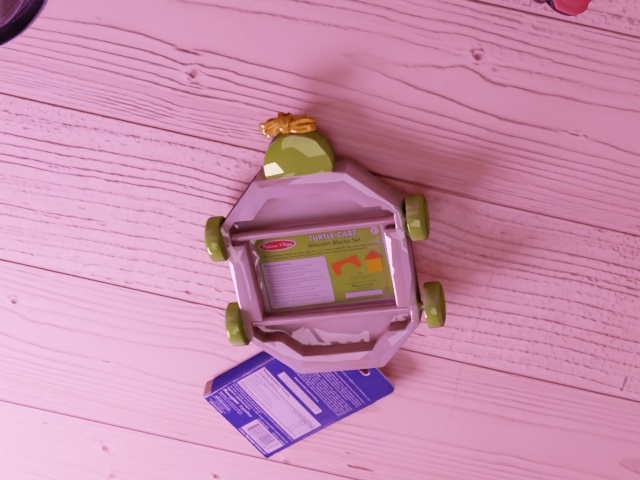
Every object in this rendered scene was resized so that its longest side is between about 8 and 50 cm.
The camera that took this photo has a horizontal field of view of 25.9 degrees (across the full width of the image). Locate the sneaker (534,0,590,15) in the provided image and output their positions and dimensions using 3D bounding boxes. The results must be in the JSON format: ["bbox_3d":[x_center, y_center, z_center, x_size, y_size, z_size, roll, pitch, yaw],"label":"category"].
[{"bbox_3d":[0.164,-0.346,1.375,0.313,0.116,0.136,22,110,-26],"label":"sneaker"}]

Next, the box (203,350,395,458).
[{"bbox_3d":[-0.026,0.192,1.833,0.225,0.036,0.136,-30,117,26],"label":"box"}]

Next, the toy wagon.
[{"bbox_3d":[0.000,0.000,1.659,0.267,0.068,0.345,-6,115,12],"label":"toy wagon"}]

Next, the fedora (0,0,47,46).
[{"bbox_3d":[-0.433,-0.295,1.490,0.275,0.124,0.244,30,124,-13],"label":"fedora"}]
